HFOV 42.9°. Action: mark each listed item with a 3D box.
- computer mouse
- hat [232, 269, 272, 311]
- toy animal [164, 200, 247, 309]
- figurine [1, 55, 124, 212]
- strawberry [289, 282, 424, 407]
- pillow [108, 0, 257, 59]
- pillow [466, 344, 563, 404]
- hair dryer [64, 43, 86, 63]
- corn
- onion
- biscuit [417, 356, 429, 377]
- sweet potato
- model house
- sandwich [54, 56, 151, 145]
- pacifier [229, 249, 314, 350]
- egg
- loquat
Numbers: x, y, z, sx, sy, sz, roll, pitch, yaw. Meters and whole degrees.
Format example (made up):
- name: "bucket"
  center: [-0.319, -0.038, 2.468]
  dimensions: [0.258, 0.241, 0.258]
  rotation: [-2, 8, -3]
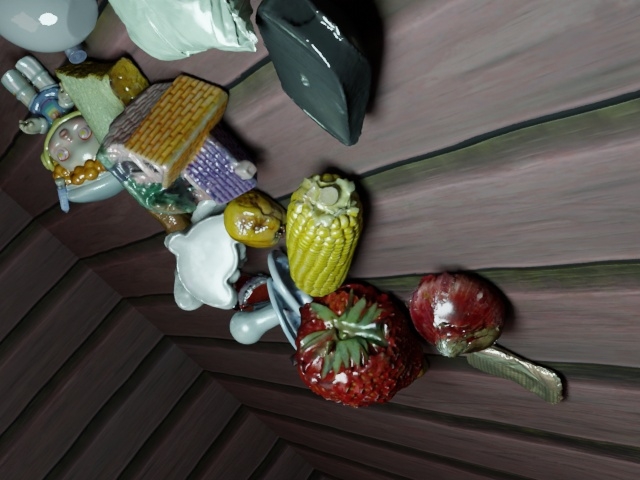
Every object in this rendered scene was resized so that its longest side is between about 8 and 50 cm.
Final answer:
- name: "computer mouse"
  center: [0.004, -0.248, 1.114]
  dimensions: [0.168, 0.087, 0.295]
  rotation: [43, 169, 17]
- name: "hat"
  center: [-0.194, 0.130, 2.133]
  dimensions: [0.227, 0.140, 0.129]
  rotation: [32, 145, 50]
- name: "toy animal"
  center: [-0.266, 0.022, 1.926]
  dimensions: [0.206, 0.272, 0.265]
  rotation: [14, -175, -10]
- name: "figurine"
  center: [-0.577, -0.271, 1.929]
  dimensions: [0.382, 0.224, 0.205]
  rotation: [63, 180, 2]
- name: "strawberry"
  center: [0.081, 0.229, 1.708]
  dimensions: [0.261, 0.261, 0.258]
  rotation: [25, 157, 31]
- name: "pillow"
  center: [-0.219, -0.371, 1.110]
  dimensions: [0.310, 0.138, 0.283]
  rotation: [11, 136, 57]
- name: "pillow"
  center: [0.372, 0.250, 1.582]
  dimensions: [0.211, 0.034, 0.135]
  rotation: [23, 152, 30]
- name: "hair dryer"
  center: [-0.494, -0.416, 1.627]
  dimensions: [0.063, 0.037, 0.114]
  rotation: [58, 147, 21]
- name: "corn"
  center: [0.000, 0.000, 1.531]
  dimensions: [0.144, 0.144, 0.387]
  rotation: [35, 157, 9]
- name: "onion"
  center: [0.234, 0.141, 1.436]
  dimensions: [0.184, 0.147, 0.184]
  rotation: [19, 145, 15]
- name: "biscuit"
  center: [0.176, 0.277, 1.917]
  dimensions: [0.170, 0.050, 0.170]
  rotation: [33, 158, 15]
- name: "sweet potato"
  center: [-0.324, 0.013, 2.112]
  dimensions: [0.095, 0.106, 0.355]
  rotation: [-38, 89, 36]
- name: "model house"
  center: [-0.254, -0.158, 1.529]
  dimensions: [0.237, 0.202, 0.237]
  rotation: [50, 156, -27]
- name: "sandwich"
  center: [-0.422, -0.280, 1.706]
  dimensions: [0.251, 0.087, 0.226]
  rotation: [15, 140, 47]
- name: "pacifier"
  center: [-0.110, 0.158, 1.856]
  dimensions: [0.238, 0.225, 0.287]
  rotation: [59, -171, -19]
- name: "egg"
  center: [-0.504, -0.426, 1.429]
  dimensions: [0.231, 0.176, 0.176]
  rotation: [29, 156, 19]
- name: "loquat"
  center: [-0.135, -0.041, 1.706]
  dimensions: [0.137, 0.113, 0.137]
  rotation: [12, 143, 9]
